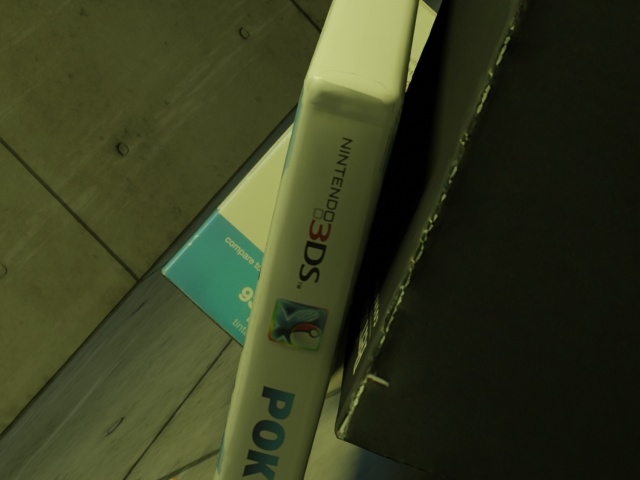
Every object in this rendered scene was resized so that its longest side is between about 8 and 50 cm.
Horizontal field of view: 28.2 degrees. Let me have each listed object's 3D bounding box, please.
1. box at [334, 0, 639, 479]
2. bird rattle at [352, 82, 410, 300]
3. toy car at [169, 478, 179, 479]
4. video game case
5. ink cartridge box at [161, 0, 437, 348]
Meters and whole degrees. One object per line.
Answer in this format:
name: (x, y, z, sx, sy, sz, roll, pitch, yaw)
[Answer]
box: (0.148, -0.091, 0.521, 0.343, 0.179, 0.313, -75, 7, -72)
bird rattle: (0.059, -0.022, 0.859, 0.253, 0.143, 0.207, 140, 142, -69)
toy car: (-0.143, 0.235, 1.028, 0.122, 0.040, 0.060, -41, 10, 10)
video game case: (0.000, 0.000, 0.611, 0.329, 0.036, 0.300, -75, -1, -60)
ink cartridge box: (0.020, -0.044, 1.124, 0.307, 0.129, 0.223, -48, -3, 0)
